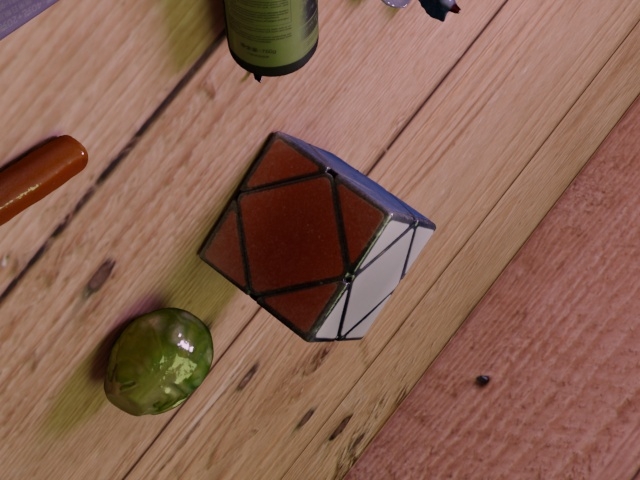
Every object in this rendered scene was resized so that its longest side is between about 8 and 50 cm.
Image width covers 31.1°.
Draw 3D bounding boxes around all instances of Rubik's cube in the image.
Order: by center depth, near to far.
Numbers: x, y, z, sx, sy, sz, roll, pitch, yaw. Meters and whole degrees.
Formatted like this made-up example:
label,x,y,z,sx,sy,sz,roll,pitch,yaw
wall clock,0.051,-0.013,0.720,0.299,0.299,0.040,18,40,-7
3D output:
label,x,y,z,sx,sy,sz,roll,pitch,yaw
Rubik's cube,0.000,0.000,1.560,0.207,0.205,0.205,-59,159,9

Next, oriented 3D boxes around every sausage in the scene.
label,x,y,z,sx,sy,sz,roll,pitch,yaw
sausage,-0.282,-0.055,1.099,0.131,0.039,0.041,-39,162,-32

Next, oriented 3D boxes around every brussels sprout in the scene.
label,x,y,z,sx,sy,sz,roll,pitch,yaw
brussels sprout,-0.206,0.158,1.489,0.155,0.117,0.155,-56,165,-23

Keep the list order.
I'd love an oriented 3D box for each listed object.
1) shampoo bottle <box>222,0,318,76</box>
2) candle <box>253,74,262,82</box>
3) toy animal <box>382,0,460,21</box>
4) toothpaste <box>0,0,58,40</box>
label,x,y,z,sx,sy,sz,roll,pitch,yaw
shampoo bottle,-0.053,-0.286,1.140,0.101,0.101,0.284,-45,158,-23
candle,-0.031,-0.259,1.346,0.167,0.021,0.026,-56,180,2
toy animal,0.134,-0.375,1.449,0.239,0.176,0.255,-48,125,-25
toothpaste,-0.274,-0.181,0.876,0.371,0.080,0.125,-41,157,-18
